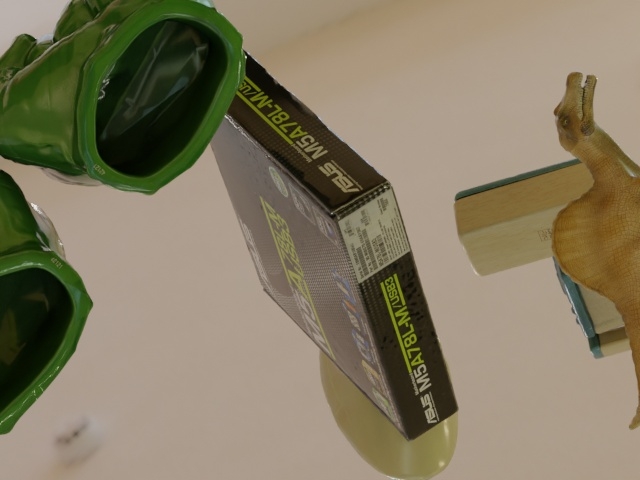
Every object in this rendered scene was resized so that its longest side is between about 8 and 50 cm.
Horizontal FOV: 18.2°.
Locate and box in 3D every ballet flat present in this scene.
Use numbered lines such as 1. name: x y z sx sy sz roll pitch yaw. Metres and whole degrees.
1. ballet flat: 0.035 0.048 1.325 0.086 0.086 0.248 -30 -137 12

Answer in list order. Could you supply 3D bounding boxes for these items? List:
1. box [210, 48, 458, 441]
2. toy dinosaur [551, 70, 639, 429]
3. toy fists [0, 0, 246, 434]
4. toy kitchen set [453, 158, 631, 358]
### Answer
1. box: 0.000 0.000 1.174 0.045 0.190 0.184 -32 -137 -15
2. toy dinosaur: 0.154 0.008 0.918 0.093 0.053 0.183 -7 -118 -6
3. toy fists: -0.151 -0.028 1.056 0.279 0.096 0.142 -58 -158 -2
4. toy kitchen set: 0.182 -0.017 1.533 0.122 0.207 0.166 -16 -133 12
